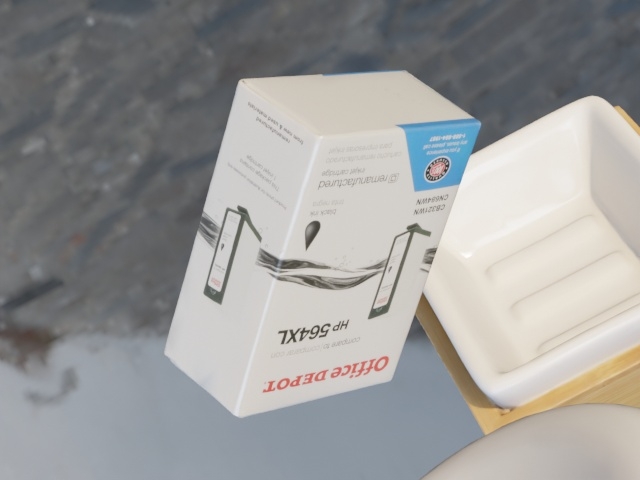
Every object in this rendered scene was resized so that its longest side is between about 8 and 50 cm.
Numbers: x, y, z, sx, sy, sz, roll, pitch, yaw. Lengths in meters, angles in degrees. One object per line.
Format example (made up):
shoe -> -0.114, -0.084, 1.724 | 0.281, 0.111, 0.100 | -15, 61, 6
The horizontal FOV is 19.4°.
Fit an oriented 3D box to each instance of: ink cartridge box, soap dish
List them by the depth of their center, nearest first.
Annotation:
ink cartridge box -> 0.000, 0.000, 1.205 | 0.148, 0.086, 0.203 | -9, 125, -43
soap dish -> 0.188, 0.031, 1.411 | 0.229, 0.291, 0.118 | -28, 124, 0

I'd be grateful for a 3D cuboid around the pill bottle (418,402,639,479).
pill bottle -> 0.157, 0.231, 0.571 | 0.363, 0.210, 0.210 | 39, 113, -18
